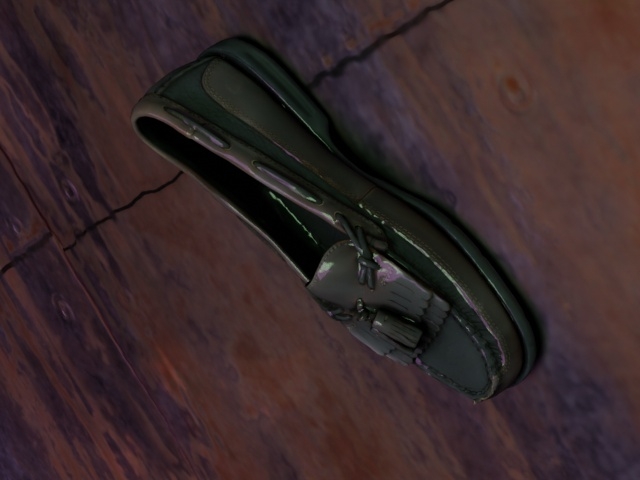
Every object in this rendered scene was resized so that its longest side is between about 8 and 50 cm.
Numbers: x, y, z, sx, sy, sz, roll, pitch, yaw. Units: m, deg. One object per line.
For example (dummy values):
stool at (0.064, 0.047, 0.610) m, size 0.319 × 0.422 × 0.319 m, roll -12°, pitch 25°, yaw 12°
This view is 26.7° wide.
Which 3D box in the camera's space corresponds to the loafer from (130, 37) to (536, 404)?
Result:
loafer at (0.000, 0.000, 0.761) m, size 0.267 × 0.084 × 0.096 m, roll 45°, pitch 142°, yaw 15°
